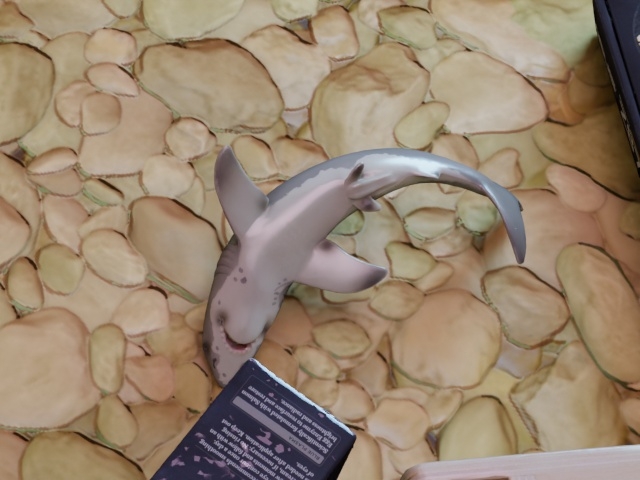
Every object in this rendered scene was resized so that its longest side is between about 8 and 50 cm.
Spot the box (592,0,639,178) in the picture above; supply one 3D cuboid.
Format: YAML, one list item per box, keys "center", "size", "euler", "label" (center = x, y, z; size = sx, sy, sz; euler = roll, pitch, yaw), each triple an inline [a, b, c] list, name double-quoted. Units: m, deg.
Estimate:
- center: [0.435, -0.099, 1.506]
  size: [0.395, 0.097, 0.318]
  euler: [-13, 67, 4]
  label: "box"

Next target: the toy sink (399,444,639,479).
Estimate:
- center: [0.168, 0.226, 1.318]
  size: [0.234, 0.153, 0.131]
  euler: [-3, 63, -11]
  label: "toy sink"

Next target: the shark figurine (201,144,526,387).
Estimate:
- center: [0.015, -0.025, 1.461]
  size: [0.278, 0.116, 0.166]
  euler: [-24, 102, -11]
  label: "shark figurine"

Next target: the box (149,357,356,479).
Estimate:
- center: [-0.066, 0.187, 1.299]
  size: [0.093, 0.156, 0.158]
  euler: [35, 63, 9]
  label: "box"
